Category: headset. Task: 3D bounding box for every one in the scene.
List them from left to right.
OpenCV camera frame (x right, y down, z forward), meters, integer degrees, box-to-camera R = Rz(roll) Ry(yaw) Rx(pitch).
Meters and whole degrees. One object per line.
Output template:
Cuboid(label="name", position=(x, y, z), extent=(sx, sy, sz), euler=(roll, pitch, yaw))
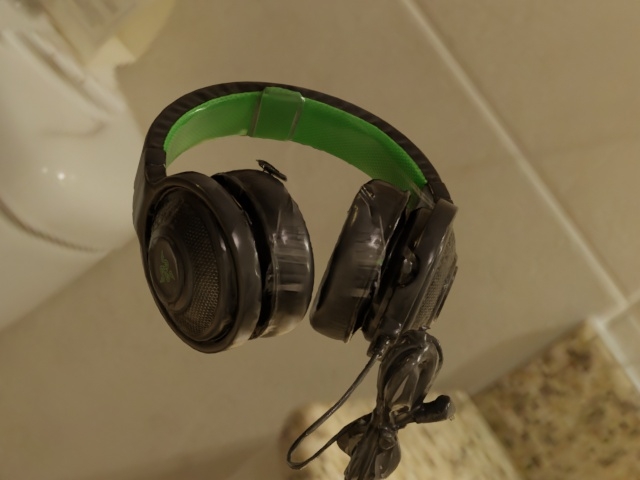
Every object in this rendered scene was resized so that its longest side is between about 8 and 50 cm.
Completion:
Cuboid(label="headset", position=(0.000, 0.000, 0.927), extent=(0.243, 0.185, 0.394), euler=(5, 43, -18))
